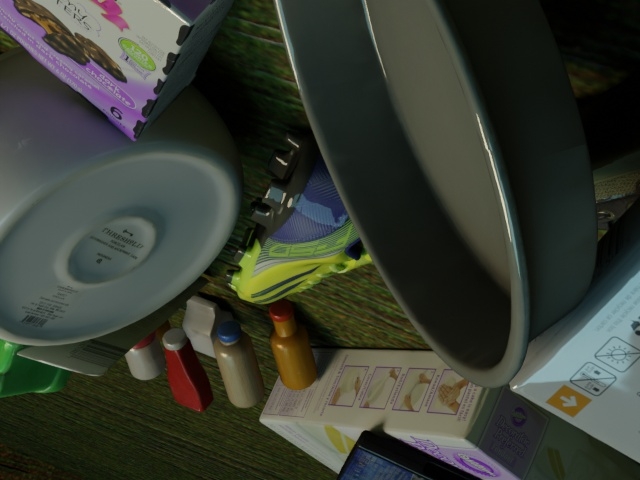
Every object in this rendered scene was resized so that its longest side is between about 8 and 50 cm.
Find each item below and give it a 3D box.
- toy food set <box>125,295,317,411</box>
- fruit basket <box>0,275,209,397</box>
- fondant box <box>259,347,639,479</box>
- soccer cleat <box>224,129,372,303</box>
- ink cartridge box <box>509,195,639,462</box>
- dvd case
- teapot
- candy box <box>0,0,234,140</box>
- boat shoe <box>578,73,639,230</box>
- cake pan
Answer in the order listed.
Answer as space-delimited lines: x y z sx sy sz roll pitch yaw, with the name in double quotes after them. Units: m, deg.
-0.126 0.098 1.479 0.232 0.111 0.105 19 139 32 "toy food set"
-0.295 0.022 1.305 0.327 0.165 0.353 24 -170 4 "fruit basket"
0.127 0.209 1.461 0.238 0.096 0.330 38 155 -29 "fondant box"
0.000 0.001 1.112 0.121 0.093 0.289 20 160 -4 "soccer cleat"
0.302 0.041 0.695 0.307 0.072 0.304 29 126 -10 "ink cartridge box"
0.143 0.267 1.418 0.253 0.022 0.180 24 159 3 "dvd case"
-0.189 -0.057 1.061 0.187 0.252 0.256 56 152 31 "teapot"
-0.138 -0.165 0.852 0.165 0.070 0.196 40 158 -3 "candy box"
0.160 -0.038 0.844 0.073 0.080 0.223 38 152 -18 "boat shoe"
0.050 -0.071 0.713 0.293 0.054 0.293 158 90 -79 "cake pan"
